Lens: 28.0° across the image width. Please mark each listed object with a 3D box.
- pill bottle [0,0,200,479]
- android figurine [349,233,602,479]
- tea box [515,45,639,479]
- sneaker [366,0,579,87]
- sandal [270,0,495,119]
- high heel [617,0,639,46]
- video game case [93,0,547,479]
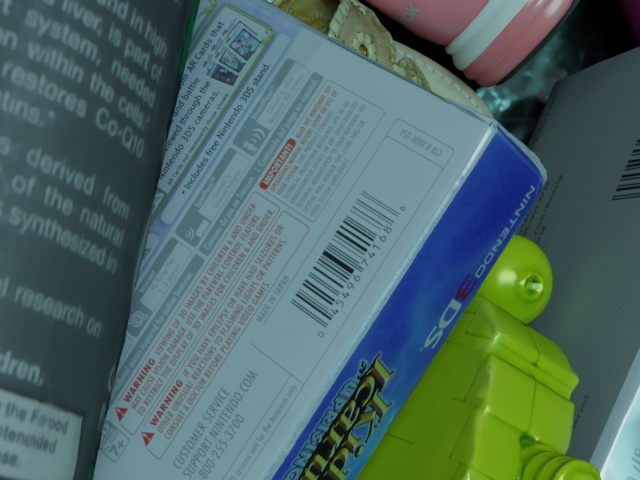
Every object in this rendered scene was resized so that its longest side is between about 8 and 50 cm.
[{"bbox_3d":[-0.152,-0.057,0.449,0.204,0.204,0.361,14,75,-11],"label":"pill bottle"},{"bbox_3d":[0.015,0.102,0.540,0.056,0.273,0.248,32,78,-23],"label":"android figurine"},{"bbox_3d":[0.223,0.122,0.604,0.323,0.220,0.329,27,80,-13],"label":"tea box"},{"bbox_3d":[0.107,-0.244,0.667,0.136,0.116,0.314,25,81,-8],"label":"sneaker"},{"bbox_3d":[-0.014,-0.093,0.637,0.240,0.079,0.088,25,76,-5],"label":"sandal"},{"bbox_3d":[0.330,-0.212,0.699,0.377,0.127,0.181,-44,107,-9],"label":"high heel"},{"bbox_3d":[-0.078,0.025,0.535,0.244,0.061,0.269,34,92,35],"label":"video game case"}]
